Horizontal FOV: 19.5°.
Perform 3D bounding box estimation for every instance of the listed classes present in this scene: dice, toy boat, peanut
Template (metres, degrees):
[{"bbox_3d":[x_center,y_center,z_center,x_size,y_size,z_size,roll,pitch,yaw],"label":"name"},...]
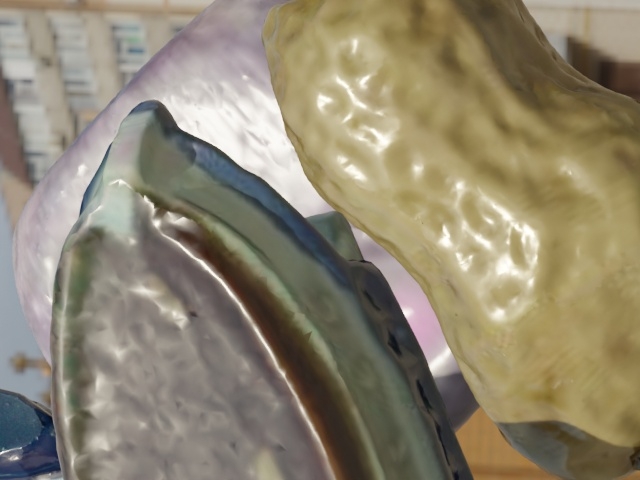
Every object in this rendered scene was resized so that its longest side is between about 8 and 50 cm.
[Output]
[{"bbox_3d":[0.000,0.000,1.129,0.270,0.271,0.270,-45,-2,24],"label":"dice"},{"bbox_3d":[-0.005,0.077,0.585,0.115,0.114,0.262,-32,-74,-63],"label":"toy boat"},{"bbox_3d":[-0.152,0.197,1.259,0.291,0.220,0.067,53,-130,-45],"label":"toy boat"},{"bbox_3d":[0.101,-0.022,0.889,0.291,0.159,0.143,53,-161,-6],"label":"peanut"}]
